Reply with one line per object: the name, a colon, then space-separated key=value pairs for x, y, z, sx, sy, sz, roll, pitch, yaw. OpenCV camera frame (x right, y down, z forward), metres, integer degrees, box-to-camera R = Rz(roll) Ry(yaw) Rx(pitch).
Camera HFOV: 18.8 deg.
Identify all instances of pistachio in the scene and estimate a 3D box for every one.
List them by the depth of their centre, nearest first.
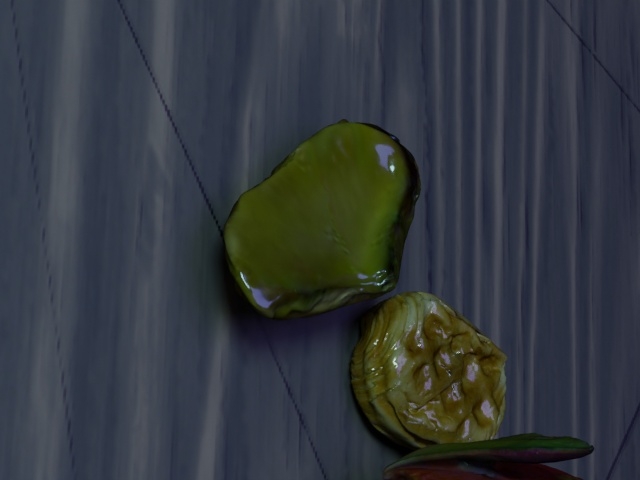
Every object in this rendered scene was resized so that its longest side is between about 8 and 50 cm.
pistachio: x=0.000 y=0.000 z=1.015 sx=0.089 sy=0.049 sz=0.173 roll=48 pitch=43 yaw=0

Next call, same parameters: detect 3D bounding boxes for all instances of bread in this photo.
bread: x=0.061 y=0.079 z=1.075 sx=0.111 sy=0.044 sz=0.083 roll=34 pitch=58 yaw=-40

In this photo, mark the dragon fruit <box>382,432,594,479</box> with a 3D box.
dragon fruit: x=0.116 y=0.246 z=0.969 sx=0.291 sy=0.189 sz=0.290 roll=6 pitch=82 yaw=-45
